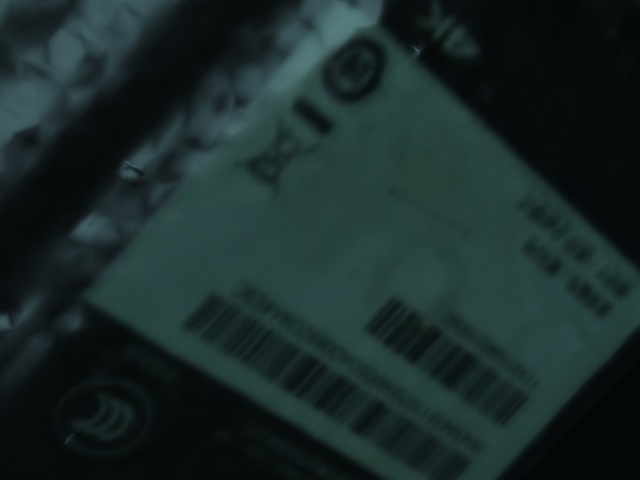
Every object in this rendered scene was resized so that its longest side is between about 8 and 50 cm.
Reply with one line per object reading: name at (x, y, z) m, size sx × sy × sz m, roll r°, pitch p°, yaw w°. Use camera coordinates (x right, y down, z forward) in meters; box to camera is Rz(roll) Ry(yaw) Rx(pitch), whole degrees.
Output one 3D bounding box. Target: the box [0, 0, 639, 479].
box at (0.000, 0.000, 0.410) m, size 0.350 × 0.091 × 0.359 m, roll -47°, pitch 132°, yaw 6°
